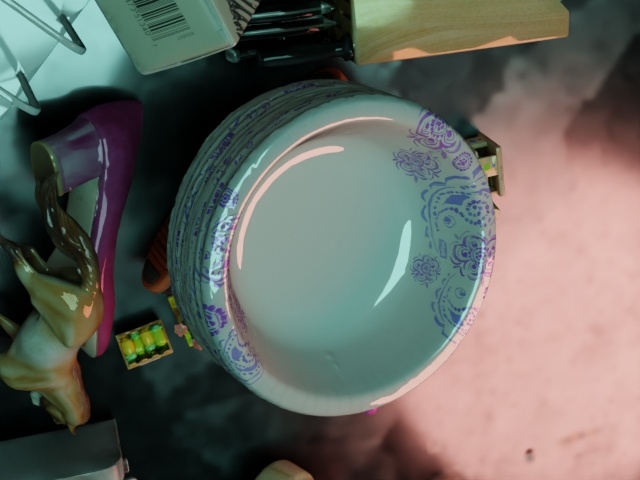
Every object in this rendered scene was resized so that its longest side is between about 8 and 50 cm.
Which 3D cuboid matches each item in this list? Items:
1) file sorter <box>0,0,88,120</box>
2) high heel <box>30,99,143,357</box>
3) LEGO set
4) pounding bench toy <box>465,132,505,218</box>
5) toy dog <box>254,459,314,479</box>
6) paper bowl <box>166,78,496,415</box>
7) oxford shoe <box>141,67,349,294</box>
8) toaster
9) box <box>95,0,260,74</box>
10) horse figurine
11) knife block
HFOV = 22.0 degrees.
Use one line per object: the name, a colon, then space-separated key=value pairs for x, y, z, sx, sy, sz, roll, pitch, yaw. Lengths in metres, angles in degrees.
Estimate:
file sorter: x=-0.312 y=-0.168 z=1.369 sx=0.193 sy=0.173 sz=0.278 roll=35 pitch=97 yaw=-25
high heel: x=-0.199 y=-0.010 z=1.534 sx=0.117 sy=0.082 sz=0.244 roll=-29 pitch=124 yaw=-35
LEGO set: x=-0.047 y=0.096 z=1.591 sx=0.287 sy=0.107 sz=0.132 roll=10 pitch=107 yaw=-21
pounding bench toy: x=0.142 y=-0.054 z=1.625 sx=0.065 sy=0.052 sz=0.083 roll=-14 pitch=114 yaw=-12
toy dog: x=-0.026 y=0.381 z=1.682 sx=0.334 sy=0.220 sz=0.161 roll=-48 pitch=148 yaw=12
paper bowl: x=0.000 y=0.000 z=1.448 sx=0.284 sy=0.148 sz=0.284 roll=-9 pitch=109 yaw=-27
oxford shoe: x=-0.051 y=-0.035 z=1.548 sx=0.271 sy=0.097 sz=0.098 roll=-43 pitch=121 yaw=1
toaster: x=-0.265 y=0.274 z=1.587 sx=0.185 sy=0.110 sz=0.168 roll=-9 pitch=112 yaw=-14
box: x=-0.092 y=-0.258 z=1.349 sx=0.094 sy=0.275 sz=0.113 roll=-14 pitch=123 yaw=27
horse figurine: x=-0.258 y=0.064 z=1.484 sx=0.174 sy=0.066 sz=0.263 roll=33 pitch=129 yaw=2
knife block: x=0.058 y=-0.205 z=1.522 sx=0.275 sy=0.088 sz=0.242 roll=37 pitch=96 yaw=-26
